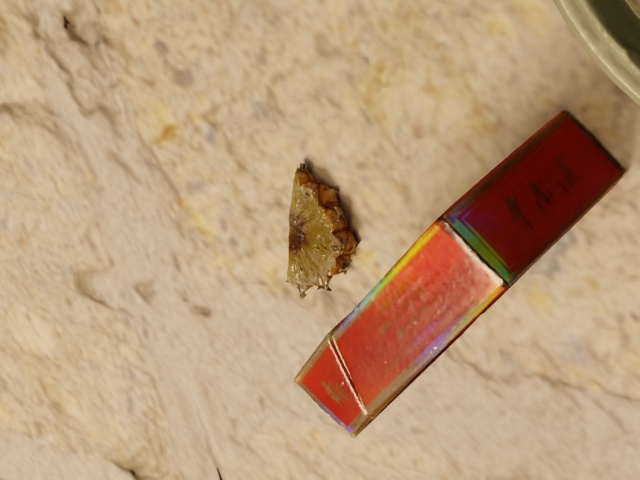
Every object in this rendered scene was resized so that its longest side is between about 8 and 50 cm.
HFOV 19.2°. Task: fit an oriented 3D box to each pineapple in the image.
[{"bbox_3d":[0.000,0.000,1.073,0.045,0.019,0.083,31,135,27],"label":"pineapple"}]

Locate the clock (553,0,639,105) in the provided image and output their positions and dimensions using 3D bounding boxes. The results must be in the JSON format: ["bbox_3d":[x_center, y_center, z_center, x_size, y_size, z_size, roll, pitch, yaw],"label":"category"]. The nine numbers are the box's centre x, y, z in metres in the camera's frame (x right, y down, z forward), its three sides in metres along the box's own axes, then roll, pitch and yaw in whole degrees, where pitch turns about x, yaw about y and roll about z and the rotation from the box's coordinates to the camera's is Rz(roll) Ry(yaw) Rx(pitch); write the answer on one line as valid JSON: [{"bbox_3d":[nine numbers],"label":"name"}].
[{"bbox_3d":[0.185,-0.134,0.756,0.236,0.053,0.236,27,137,29],"label":"clock"}]

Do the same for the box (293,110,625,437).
[{"bbox_3d":[0.066,0.018,0.952,0.048,0.112,0.175,46,140,5],"label":"box"}]
